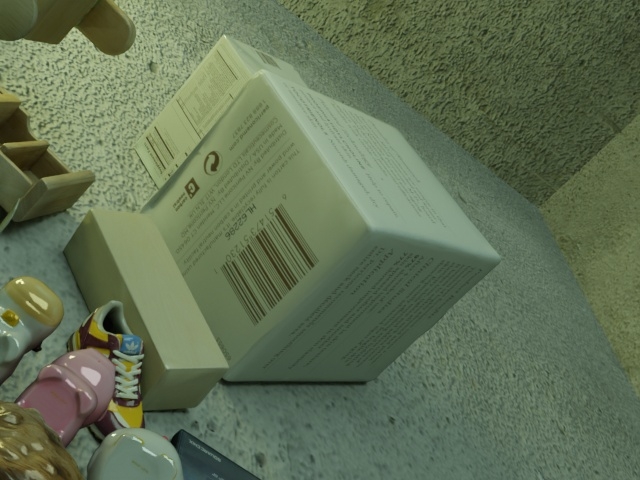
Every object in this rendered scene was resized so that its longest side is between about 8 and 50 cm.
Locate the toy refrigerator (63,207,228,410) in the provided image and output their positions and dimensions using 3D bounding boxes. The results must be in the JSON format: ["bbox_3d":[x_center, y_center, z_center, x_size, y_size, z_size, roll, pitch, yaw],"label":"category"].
[{"bbox_3d":[-0.234,0.089,1.228,0.102,0.094,0.269,6,42,-47],"label":"toy refrigerator"}]

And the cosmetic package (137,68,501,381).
[{"bbox_3d":[0.000,0.000,1.475,0.393,0.329,0.327,13,37,-54],"label":"cosmetic package"}]

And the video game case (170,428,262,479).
[{"bbox_3d":[-0.105,0.355,1.059,0.196,0.026,0.274,37,22,-17],"label":"video game case"}]

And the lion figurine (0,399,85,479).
[{"bbox_3d":[-0.271,0.280,0.717,0.240,0.142,0.392,57,12,-6],"label":"lion figurine"}]

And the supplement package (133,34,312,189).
[{"bbox_3d":[-0.140,-0.171,1.625,0.199,0.263,0.198,12,38,-54],"label":"supplement package"}]

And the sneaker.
[{"bbox_3d":[-0.239,0.155,1.102,0.069,0.084,0.185,17,34,-49],"label":"sneaker"}]

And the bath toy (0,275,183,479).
[{"bbox_3d":[-0.283,0.157,0.986,0.348,0.129,0.151,43,66,2],"label":"bath toy"}]

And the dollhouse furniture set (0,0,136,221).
[{"bbox_3d":[-0.332,-0.257,1.235,0.256,0.394,0.362,44,11,-1],"label":"dollhouse furniture set"}]

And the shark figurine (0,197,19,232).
[{"bbox_3d":[-0.442,-0.004,1.004,0.278,0.116,0.166,14,37,-48],"label":"shark figurine"}]
